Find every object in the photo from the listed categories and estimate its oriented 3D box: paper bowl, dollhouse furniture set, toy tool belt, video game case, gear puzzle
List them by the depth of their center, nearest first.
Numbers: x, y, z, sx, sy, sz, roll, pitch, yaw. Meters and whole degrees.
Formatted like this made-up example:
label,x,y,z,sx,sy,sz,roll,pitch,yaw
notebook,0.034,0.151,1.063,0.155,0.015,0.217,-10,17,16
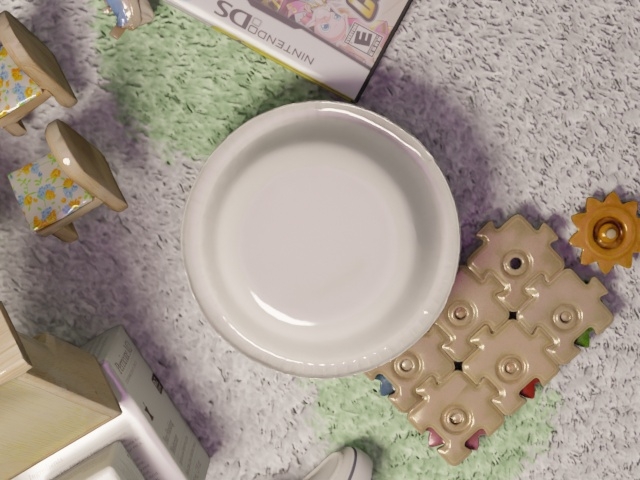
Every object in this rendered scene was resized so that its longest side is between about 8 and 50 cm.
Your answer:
label,x,y,z,sx,sy,sz,roll,pitch,yaw
dollhouse furniture set,-0.379,0.017,1.625,0.362,0.256,0.394,-30,71,5
paper bowl,0.000,0.000,1.733,0.284,0.148,0.284,0,92,4
video game case,-0.007,-0.317,1.756,0.248,0.035,0.275,28,98,-5
toy tool belt,-0.209,-0.252,1.757,0.051,0.052,0.083,-27,98,-5
gear puzzle,0.205,0.068,1.826,0.339,0.044,0.175,-43,96,3

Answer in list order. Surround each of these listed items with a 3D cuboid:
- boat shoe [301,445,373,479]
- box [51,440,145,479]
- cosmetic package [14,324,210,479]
label,x,y,z,sx,sy,sz,roll,pitch,yaw
boat shoe,-0.054,0.314,1.813,0.088,0.096,0.267,42,86,-17
box,-0.215,0.271,1.674,0.101,0.087,0.102,-32,99,5
cosmetic package,-0.229,0.214,1.786,0.151,0.151,0.184,-31,100,5
